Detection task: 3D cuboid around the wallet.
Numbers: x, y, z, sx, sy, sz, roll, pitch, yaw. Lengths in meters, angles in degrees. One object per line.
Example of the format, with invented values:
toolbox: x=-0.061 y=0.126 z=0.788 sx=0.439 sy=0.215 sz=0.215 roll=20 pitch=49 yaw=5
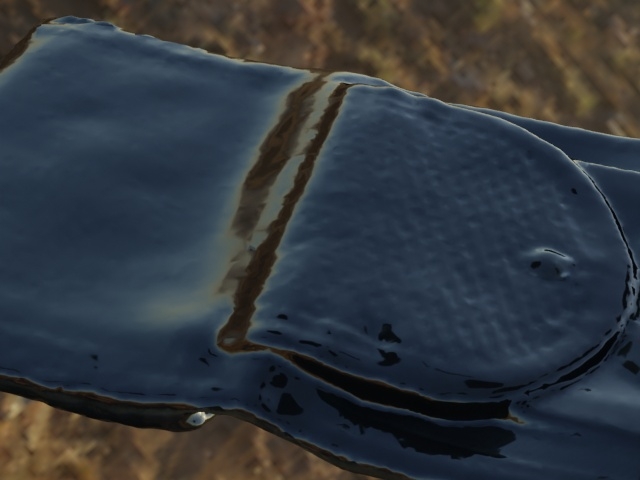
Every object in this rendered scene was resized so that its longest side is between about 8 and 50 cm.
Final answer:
wallet: x=0.000 y=0.000 z=0.714 sx=0.323 sy=0.041 sz=0.247 roll=11 pitch=35 yaw=10
